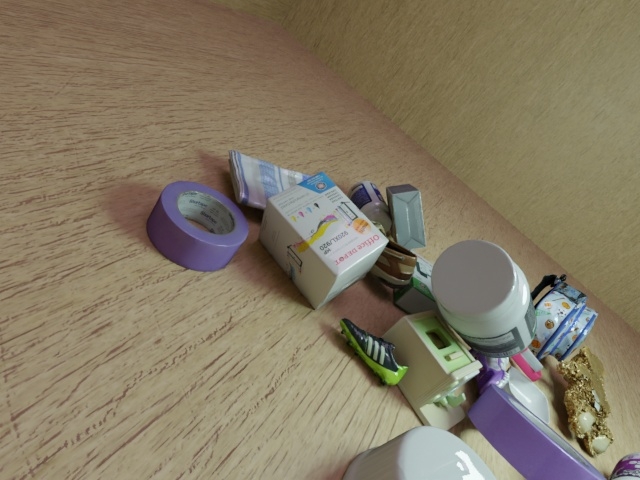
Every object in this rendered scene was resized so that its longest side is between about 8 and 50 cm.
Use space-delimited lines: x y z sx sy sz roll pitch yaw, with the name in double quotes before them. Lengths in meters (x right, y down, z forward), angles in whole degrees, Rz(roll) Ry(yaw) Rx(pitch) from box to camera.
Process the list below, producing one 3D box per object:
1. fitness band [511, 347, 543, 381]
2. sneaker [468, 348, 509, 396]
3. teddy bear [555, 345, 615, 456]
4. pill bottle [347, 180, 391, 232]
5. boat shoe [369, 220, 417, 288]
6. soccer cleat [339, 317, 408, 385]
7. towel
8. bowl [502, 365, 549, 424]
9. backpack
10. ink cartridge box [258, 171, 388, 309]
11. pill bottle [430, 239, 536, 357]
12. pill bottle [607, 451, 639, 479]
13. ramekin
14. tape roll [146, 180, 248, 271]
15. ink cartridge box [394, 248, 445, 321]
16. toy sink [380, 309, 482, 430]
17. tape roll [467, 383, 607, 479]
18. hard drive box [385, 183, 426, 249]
"fitness band" 0.559 0.289 1.278 0.290 0.054 0.209 51 12 -5
"sneaker" 0.439 0.343 1.154 0.105 0.095 0.236 40 22 12
"teddy bear" 0.809 0.488 1.328 0.245 0.113 0.337 35 44 -20
"pill bottle" 0.169 -0.108 1.456 0.112 0.112 0.186 19 34 -33
"boat shoe" 0.138 0.000 1.218 0.324 0.119 0.123 37 27 22
"soccer cleat" 0.114 0.232 0.935 0.072 0.060 0.179 -38 81 -19
"towel" -0.108 -0.140 1.160 0.285 0.034 0.209 14 39 -32
"bowl" 0.558 0.436 1.188 0.142 0.053 0.142 43 28 6
"backpack" 0.783 0.290 1.460 0.264 0.276 0.213 -13 37 -38
"ink cartridge box" 0.000 0.000 0.986 0.171 0.168 0.232 -31 71 -31
"pill bottle" 0.395 0.147 1.025 0.361 0.204 0.204 43 16 -52
"pill bottle" 0.784 0.641 1.035 0.302 0.169 0.169 4 44 -48
"ramekin" 0.177 0.432 0.661 0.277 0.135 0.277 29 30 -19
"tape roll" -0.251 -0.031 0.887 0.189 0.080 0.189 30 30 -19
"ink cartridge box" 0.302 0.141 1.277 0.153 0.087 0.208 34 28 -11
"toy sink" 0.261 0.288 0.971 0.153 0.131 0.234 2 45 -48
"tape roll" 0.457 0.438 0.921 0.275 0.090 0.275 38 3 -2
"hard drive box" 0.277 -0.083 1.411 0.232 0.089 0.180 -70 152 -77
